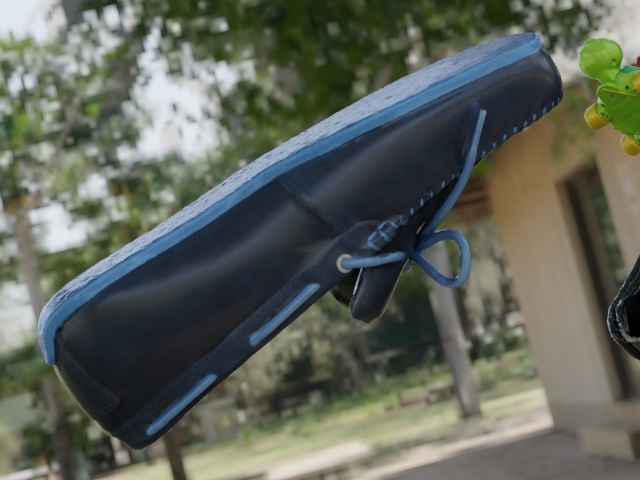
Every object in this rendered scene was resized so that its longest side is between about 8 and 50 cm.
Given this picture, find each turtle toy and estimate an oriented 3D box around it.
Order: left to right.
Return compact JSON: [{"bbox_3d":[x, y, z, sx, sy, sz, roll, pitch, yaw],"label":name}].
[{"bbox_3d":[0.305,-0.148,1.675,0.130,0.066,0.095,34,-42,-18],"label":"turtle toy"}]

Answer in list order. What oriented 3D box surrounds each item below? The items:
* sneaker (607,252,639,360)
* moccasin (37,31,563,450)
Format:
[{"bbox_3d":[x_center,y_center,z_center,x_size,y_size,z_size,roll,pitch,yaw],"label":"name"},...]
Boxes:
[{"bbox_3d":[0.361,0.173,1.502,0.257,0.447,0.169,14,-31,-31],"label":"sneaker"},{"bbox_3d":[0.000,0.000,1.013,0.342,0.117,0.138,-31,8,1],"label":"moccasin"}]
